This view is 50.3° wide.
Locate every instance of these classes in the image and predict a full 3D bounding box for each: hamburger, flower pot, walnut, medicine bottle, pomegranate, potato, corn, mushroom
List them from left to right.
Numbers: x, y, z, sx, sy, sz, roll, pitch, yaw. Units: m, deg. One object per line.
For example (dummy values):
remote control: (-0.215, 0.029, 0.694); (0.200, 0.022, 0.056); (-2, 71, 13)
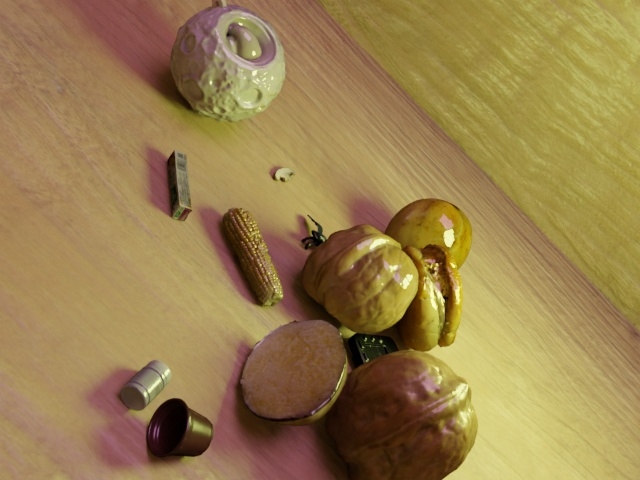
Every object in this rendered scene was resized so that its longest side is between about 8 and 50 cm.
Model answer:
medicine bottle: (-0.333, 0.276, 1.307); (0.058, 0.058, 0.091); (46, 32, -2)
flower pot: (-0.256, 0.361, 1.281); (0.089, 0.111, 0.111); (38, 30, -43)
corn: (-0.172, 0.033, 1.742); (0.086, 0.086, 0.288); (1, 55, -49)
mushroom: (-0.115, -0.204, 2.130); (0.049, 0.019, 0.101); (53, 35, 11)
potato: (-0.053, 0.311, 1.504); (0.299, 0.239, 0.116); (-85, 168, -57)
walnut: (0.112, 0.101, 1.817); (0.285, 0.285, 0.296); (2, 35, -48)
walnut: (0.187, 0.398, 1.521); (0.306, 0.344, 0.306); (41, 26, -25)
hamburger: (0.295, 0.168, 1.969); (0.170, 0.314, 0.290); (-5, 46, -7)
pomegranate: (0.346, -0.007, 2.193); (0.307, 0.307, 0.307); (30, 35, -25)

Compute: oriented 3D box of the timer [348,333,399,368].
timer: (0.155, 0.324, 1.839); (0.187, 0.055, 0.144); (15, 44, -46)

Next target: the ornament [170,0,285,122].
ornament: (-0.273, -0.511, 2.003); (0.337, 0.337, 0.337); (30, 35, -25)

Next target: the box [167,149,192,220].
box: (-0.361, -0.142, 1.743); (0.041, 0.050, 0.207); (17, 43, -34)

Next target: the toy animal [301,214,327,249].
toy animal: (0.000, 0.000, 2.000); (0.107, 0.062, 0.220); (8, 43, -45)
